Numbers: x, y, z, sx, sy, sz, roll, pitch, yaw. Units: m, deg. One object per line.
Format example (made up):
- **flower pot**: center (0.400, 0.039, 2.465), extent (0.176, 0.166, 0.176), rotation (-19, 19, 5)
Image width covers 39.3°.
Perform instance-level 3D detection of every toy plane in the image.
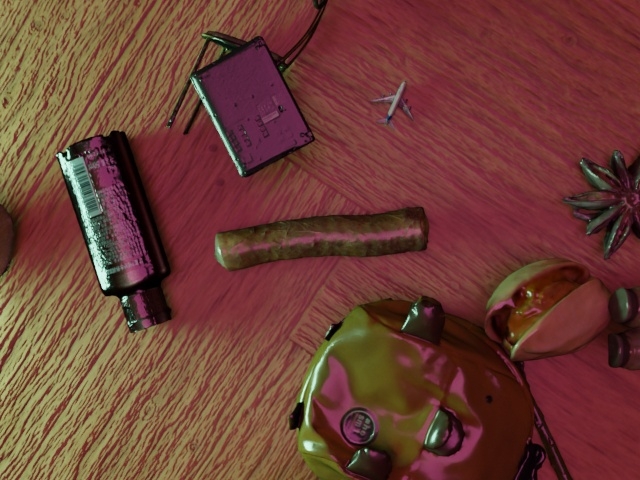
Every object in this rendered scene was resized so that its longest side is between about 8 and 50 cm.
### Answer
- **toy plane**: center (0.123, -0.224, 1.475), extent (0.077, 0.024, 0.084), rotation (25, 85, 5)

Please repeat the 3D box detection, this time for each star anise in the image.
- **star anise**: center (0.491, -0.062, 1.425), extent (0.182, 0.065, 0.195), rotation (-31, 83, -1)

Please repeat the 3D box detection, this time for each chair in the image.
- **chair**: center (-0.110, -0.298, 1.434), extent (0.170, 0.160, 0.326), rotation (22, 96, 4)

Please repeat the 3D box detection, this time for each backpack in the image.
- **backpack**: center (0.155, 0.264, 1.385), extent (0.378, 0.201, 0.354), rotation (20, 93, 4)

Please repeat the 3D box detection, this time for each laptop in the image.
- **laptop**: center (-0.104, -0.201, 1.357), extent (0.129, 0.016, 0.180), rotation (-28, 89, 8)

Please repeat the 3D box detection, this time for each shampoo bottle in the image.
- **shampoo bottle**: center (-0.330, -0.011, 1.485), extent (0.129, 0.084, 0.323), rotation (-20, 89, 7)

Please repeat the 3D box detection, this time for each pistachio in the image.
- **pistachio**: center (0.344, 0.109, 1.367), extent (0.229, 0.157, 0.157), rotation (-17, 88, -38)

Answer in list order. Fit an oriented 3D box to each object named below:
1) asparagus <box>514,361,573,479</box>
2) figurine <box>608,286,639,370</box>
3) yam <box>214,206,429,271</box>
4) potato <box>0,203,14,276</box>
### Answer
- **asparagus**: center (0.357, 0.294, 1.453), extent (0.025, 0.024, 0.249), rotation (-22, 87, -2)
- **figurine**: center (0.612, 0.139, 1.328), extent (0.380, 0.203, 0.248), rotation (3, 81, -9)
- **yam**: center (0.000, 0.000, 1.461), extent (0.356, 0.081, 0.081), rotation (-8, 89, 6)
- **potato**: center (-0.620, -0.004, 1.491), extent (0.117, 0.182, 0.202), rotation (33, 114, 41)
